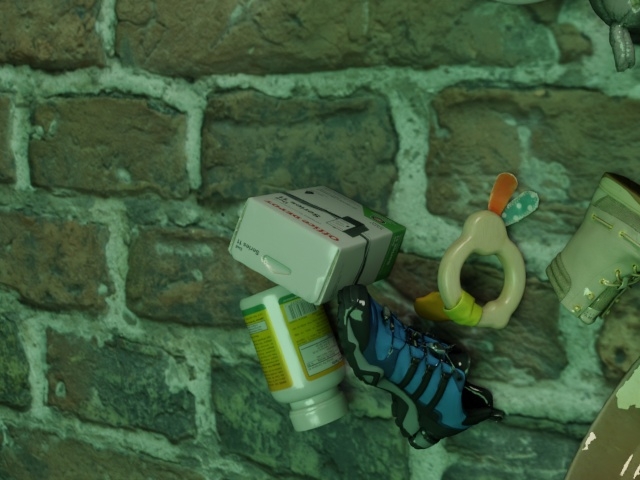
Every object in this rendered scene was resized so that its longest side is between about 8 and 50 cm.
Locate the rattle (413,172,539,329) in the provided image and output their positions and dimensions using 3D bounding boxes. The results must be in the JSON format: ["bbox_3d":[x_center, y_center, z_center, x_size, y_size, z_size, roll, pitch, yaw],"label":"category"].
[{"bbox_3d":[0.207,0.015,1.142,0.130,0.143,0.200,7,86,-4],"label":"rattle"}]

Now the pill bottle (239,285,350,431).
[{"bbox_3d":[-0.032,0.166,1.249,0.117,0.117,0.209,-22,88,30],"label":"pill bottle"}]

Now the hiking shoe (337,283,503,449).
[{"bbox_3d":[0.125,0.150,1.117,0.132,0.113,0.304,-22,129,18],"label":"hiking shoe"}]

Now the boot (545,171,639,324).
[{"bbox_3d":[0.364,0.039,0.996,0.165,0.077,0.213,-62,36,24],"label":"boot"}]

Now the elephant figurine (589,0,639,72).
[{"bbox_3d":[0.376,-0.315,0.897,0.169,0.239,0.186,55,132,8],"label":"elephant figurine"}]

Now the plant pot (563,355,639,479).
[{"bbox_3d":[0.469,0.277,0.902,0.305,0.334,0.334,34,113,7],"label":"plant pot"}]

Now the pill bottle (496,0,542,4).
[{"bbox_3d":[0.191,-0.408,0.895,0.181,0.323,0.182,-11,65,24],"label":"pill bottle"}]

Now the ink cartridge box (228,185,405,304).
[{"bbox_3d":[0.000,0.000,1.150,0.153,0.208,0.087,29,111,22],"label":"ink cartridge box"}]
